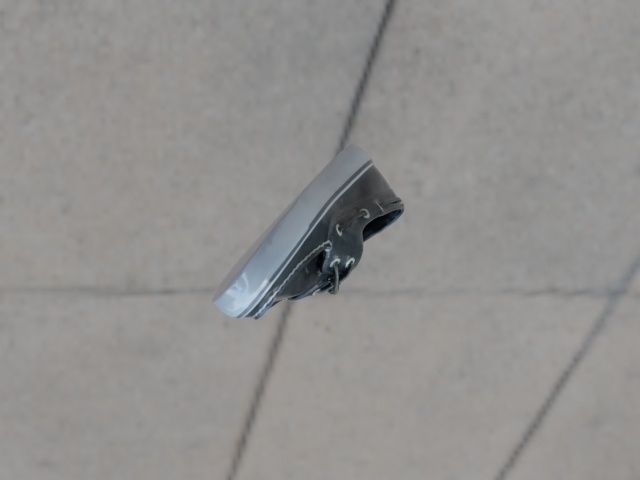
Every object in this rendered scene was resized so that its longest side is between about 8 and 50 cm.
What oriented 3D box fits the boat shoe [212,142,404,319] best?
[{"bbox_3d":[0.000,0.000,0.818,0.040,0.142,0.049,43,123,-1],"label":"boat shoe"}]
